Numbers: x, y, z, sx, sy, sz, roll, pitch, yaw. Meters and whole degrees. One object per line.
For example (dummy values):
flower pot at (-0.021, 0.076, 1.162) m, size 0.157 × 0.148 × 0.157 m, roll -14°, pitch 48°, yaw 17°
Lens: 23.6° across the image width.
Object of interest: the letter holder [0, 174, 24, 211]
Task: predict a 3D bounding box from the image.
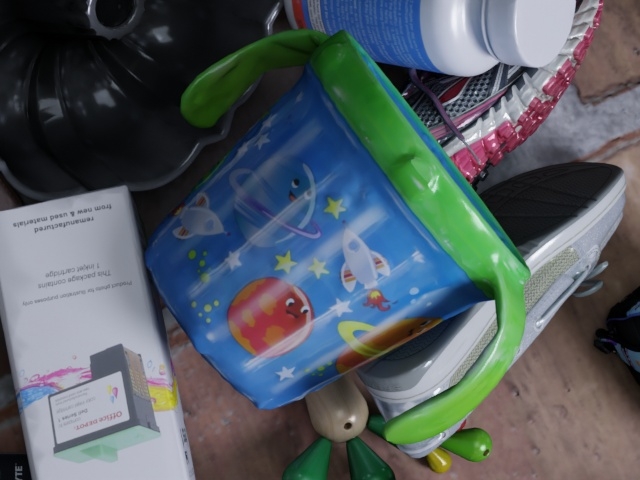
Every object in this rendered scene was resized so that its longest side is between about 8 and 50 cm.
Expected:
letter holder at (-0.407, -0.069, 1.244) m, size 0.214 × 0.152 × 0.302 m, roll -44°, pitch 88°, yaw -10°

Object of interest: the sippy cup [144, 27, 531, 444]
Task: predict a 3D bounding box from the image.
sippy cup at (0.000, 0.000, 1.146) m, size 0.224 × 0.305 × 0.240 m, roll -37°, pitch 117°, yaw 8°

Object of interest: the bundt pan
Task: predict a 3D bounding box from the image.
bundt pan at (-0.193, -0.202, 1.226) m, size 0.330 × 0.124 × 0.331 m, roll -18°, pitch 121°, yaw -33°

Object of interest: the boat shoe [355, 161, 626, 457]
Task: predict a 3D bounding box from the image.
boat shoe at (0.151, 0.044, 1.279) m, size 0.320 × 0.118 × 0.103 m, roll -45°, pitch 127°, yaw -33°

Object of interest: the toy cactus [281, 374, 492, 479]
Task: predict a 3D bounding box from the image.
toy cactus at (0.029, 0.181, 1.281) m, size 0.219 × 0.112 × 0.181 m, roll -26°, pitch 76°, yaw 1°

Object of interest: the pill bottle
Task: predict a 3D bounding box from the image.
pill bottle at (0.089, -0.200, 1.248) m, size 0.221 × 0.124 × 0.124 m, roll 16°, pitch 79°, yaw 37°

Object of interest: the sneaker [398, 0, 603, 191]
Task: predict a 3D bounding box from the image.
sneaker at (0.128, -0.122, 1.311) m, size 0.112 × 0.121 × 0.299 m, roll 43°, pitch 79°, yaw 10°

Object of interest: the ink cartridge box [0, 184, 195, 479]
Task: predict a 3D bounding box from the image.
ink cartridge box at (-0.173, 0.115, 1.212) m, size 0.117 × 0.201 × 0.278 m, roll -12°, pitch 84°, yaw -5°

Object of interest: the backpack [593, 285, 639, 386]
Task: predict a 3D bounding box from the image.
backpack at (0.325, 0.096, 1.271) m, size 0.117 × 0.173 × 0.158 m, roll -36°, pitch 86°, yaw -8°

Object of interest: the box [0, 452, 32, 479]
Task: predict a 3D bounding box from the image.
box at (-0.305, 0.272, 1.167) m, size 0.175 × 0.051 × 0.220 m, roll 2°, pitch 71°, yaw -17°
